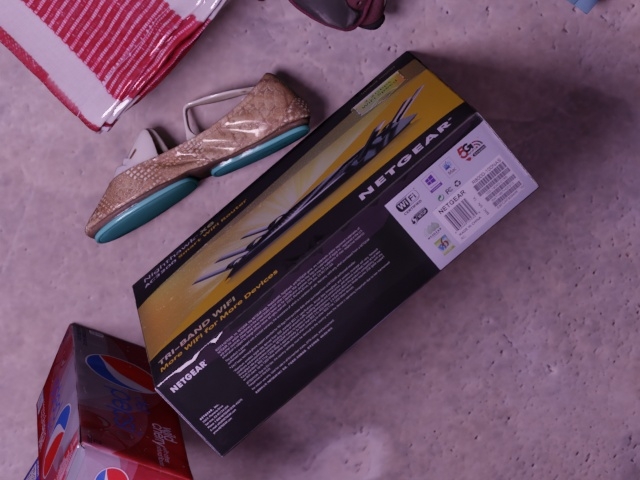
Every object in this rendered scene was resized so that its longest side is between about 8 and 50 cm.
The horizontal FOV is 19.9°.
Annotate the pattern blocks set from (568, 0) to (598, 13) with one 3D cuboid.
[{"bbox_3d":[0.265,-0.332,1.404,0.325,0.026,0.285,-44,142,7],"label":"pattern blocks set"}]

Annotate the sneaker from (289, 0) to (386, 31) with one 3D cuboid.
[{"bbox_3d":[0.065,-0.253,1.438,0.281,0.106,0.162,-11,113,4],"label":"sneaker"}]

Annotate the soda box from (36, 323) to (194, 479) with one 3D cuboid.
[{"bbox_3d":[-0.165,0.156,1.422,0.092,0.263,0.083,21,103,-15],"label":"soda box"}]

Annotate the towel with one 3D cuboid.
[{"bbox_3d":[-0.140,-0.272,1.369,0.237,0.037,0.329,44,100,5],"label":"towel"}]

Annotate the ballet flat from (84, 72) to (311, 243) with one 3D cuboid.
[{"bbox_3d":[-0.108,-0.072,1.479,0.206,0.073,0.067,-28,82,-4],"label":"ballet flat"}]

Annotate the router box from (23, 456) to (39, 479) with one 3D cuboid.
[{"bbox_3d":[-0.109,0.328,1.444,0.301,0.335,0.082,30,100,-17],"label":"router box"}]

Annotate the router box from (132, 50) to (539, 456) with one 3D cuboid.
[{"bbox_3d":[0.000,0.000,1.417,0.309,0.243,0.081,-41,109,3],"label":"router box"}]
